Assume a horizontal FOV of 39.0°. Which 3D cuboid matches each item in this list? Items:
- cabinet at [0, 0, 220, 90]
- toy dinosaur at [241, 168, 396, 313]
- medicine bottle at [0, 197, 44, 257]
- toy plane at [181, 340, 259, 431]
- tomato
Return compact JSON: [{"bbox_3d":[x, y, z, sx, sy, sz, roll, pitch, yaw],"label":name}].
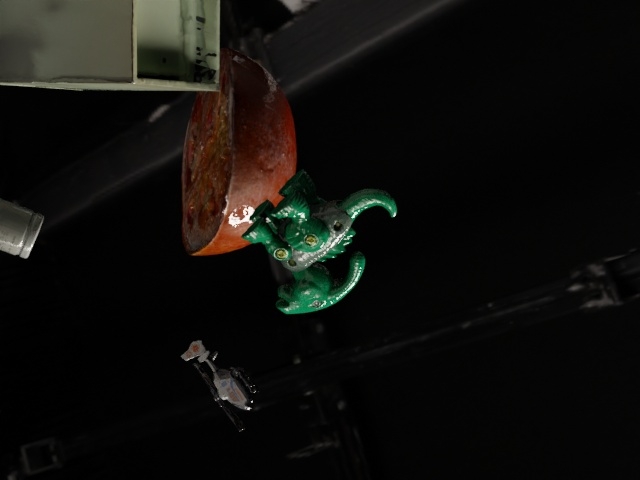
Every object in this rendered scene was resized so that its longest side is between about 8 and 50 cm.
[{"bbox_3d":[-0.220,-0.228,0.919,0.206,0.150,0.145,6,-82,29],"label":"cabinet"},{"bbox_3d":[0.000,0.000,0.690,0.132,0.059,0.096,-36,-70,24],"label":"toy dinosaur"},{"bbox_3d":[-0.385,-0.020,1.083,0.058,0.091,0.058,-55,-158,35],"label":"medicine bottle"},{"bbox_3d":[-0.187,0.268,1.746,0.078,0.053,0.197,-43,-105,3],"label":"toy plane"},{"bbox_3d":[-0.123,-0.128,1.438,0.338,0.144,0.338,-171,-90,-68],"label":"tomato"}]
